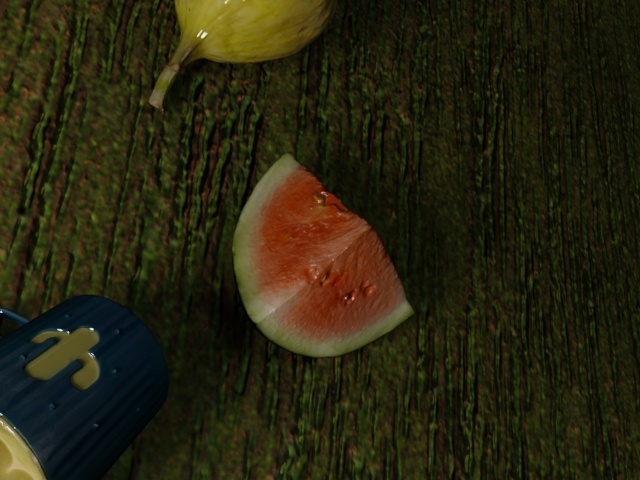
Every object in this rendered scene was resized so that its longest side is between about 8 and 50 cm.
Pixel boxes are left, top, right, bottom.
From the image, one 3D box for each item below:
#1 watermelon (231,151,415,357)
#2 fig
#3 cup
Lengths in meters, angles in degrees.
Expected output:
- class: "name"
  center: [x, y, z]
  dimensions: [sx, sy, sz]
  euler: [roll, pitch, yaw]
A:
- class: "watermelon"
  center: [-0.012, 0.012, 1.040]
  dimensions: [0.193, 0.137, 0.145]
  euler: [0, 31, -43]
- class: "fig"
  center: [-0.086, -0.216, 1.086]
  dimensions: [0.159, 0.159, 0.257]
  euler: [42, 63, -17]
- class: "cup"
  center: [-0.207, 0.107, 0.780]
  dimensions: [0.176, 0.131, 0.155]
  euler: [34, 36, 11]
